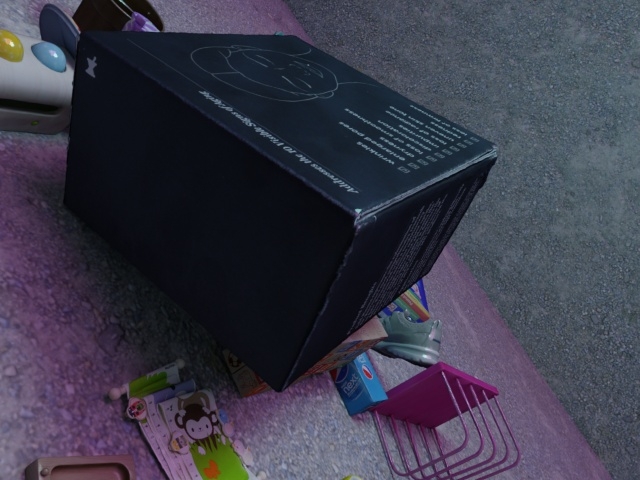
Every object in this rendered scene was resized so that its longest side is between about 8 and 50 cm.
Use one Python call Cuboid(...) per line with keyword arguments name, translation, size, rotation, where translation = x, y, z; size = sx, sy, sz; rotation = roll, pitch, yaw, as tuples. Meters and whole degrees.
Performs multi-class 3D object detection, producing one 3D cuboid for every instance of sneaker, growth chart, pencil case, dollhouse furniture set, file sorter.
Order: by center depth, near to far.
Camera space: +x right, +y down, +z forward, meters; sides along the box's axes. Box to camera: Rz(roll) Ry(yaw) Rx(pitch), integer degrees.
Cuboid(name="dollhouse furniture set", translation=(-0.196, 0.279, 0.539), size=(0.144, 0.123, 0.151), rotation=(25, 34, -49))
Cuboid(name="growth chart", translation=(-0.174, 0.274, 0.735), size=(0.237, 0.021, 0.172), rotation=(54, 20, 4))
Cuboid(name="pencil case", translation=(-0.393, -0.347, 1.029), size=(0.086, 0.206, 0.088), rotation=(47, 12, 12))
Cuboid(name="file sorter", translation=(0.287, 0.427, 1.176), size=(0.291, 0.202, 0.182), rotation=(31, 31, -42))
Cuboid(name="sneaker", translation=(0.176, 0.216, 1.240), size=(0.281, 0.115, 0.105), rotation=(8, -21, 48))

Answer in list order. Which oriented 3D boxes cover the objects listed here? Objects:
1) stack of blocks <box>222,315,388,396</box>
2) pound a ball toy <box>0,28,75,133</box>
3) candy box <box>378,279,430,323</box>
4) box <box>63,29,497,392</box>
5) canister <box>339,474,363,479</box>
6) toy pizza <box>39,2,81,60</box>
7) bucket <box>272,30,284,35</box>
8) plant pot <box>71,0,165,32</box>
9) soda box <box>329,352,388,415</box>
Cuboid(name="stack of blocks", translation=(-0.015, 0.192, 0.977), size=(0.297, 0.171, 0.087), rotation=(12, 45, -60))
Cuboid(name="pound a ball toy", translation=(-0.521, -0.283, 0.757), size=(0.208, 0.136, 0.319), rotation=(55, 21, 8))
Cuboid(name="candy box", translation=(0.198, 0.094, 1.629), size=(0.268, 0.122, 0.317), rotation=(45, 24, -18))
Cuboid(name="box", translation=(-0.053, -0.105, 0.850), size=(0.480, 0.297, 0.472), rotation=(36, 33, 21))
Cuboid(name="canister", translation=(0.038, 0.454, 0.807), size=(0.126, 0.073, 0.170), rotation=(57, 21, 12))
Cuboid(name="toy pizza", translation=(-0.430, -0.313, 0.930), size=(0.032, 0.201, 0.201), rotation=(-34, 85, -33))
Cuboid(name="bucket", translation=(-0.138, -0.631, 2.008), size=(0.281, 0.183, 0.281), rotation=(42, 24, -24))
Cuboid(name="plant pot", translation=(-0.449, -0.449, 1.119), size=(0.167, 0.165, 0.167), rotation=(42, 24, -24))
Cuboid(name="soda box", translation=(0.060, 0.268, 1.151), size=(0.071, 0.067, 0.210), rotation=(16, 41, -56))
